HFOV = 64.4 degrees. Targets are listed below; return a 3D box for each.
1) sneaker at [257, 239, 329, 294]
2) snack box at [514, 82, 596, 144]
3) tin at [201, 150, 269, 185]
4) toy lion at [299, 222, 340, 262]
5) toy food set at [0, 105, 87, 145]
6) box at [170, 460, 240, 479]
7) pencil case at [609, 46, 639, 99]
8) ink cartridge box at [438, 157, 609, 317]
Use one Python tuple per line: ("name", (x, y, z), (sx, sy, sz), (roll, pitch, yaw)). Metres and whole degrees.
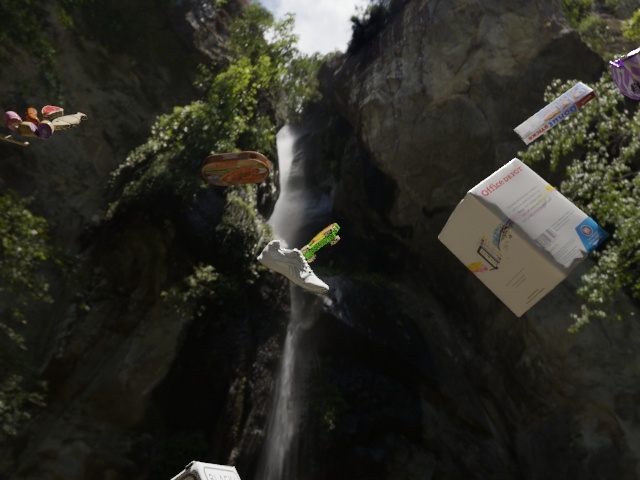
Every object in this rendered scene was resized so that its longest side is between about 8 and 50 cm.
("sneaker", (-0.045, 0.052, 0.977), (0.152, 0.061, 0.054), (31, -6, 6))
("snack box", (0.551, -0.300, 1.200), (0.178, 0.064, 0.022), (-37, -63, 19))
("tin", (-0.232, -0.197, 1.391), (0.189, 0.040, 0.106), (-4, -26, 8))
("toy lion", (0.000, 0.000, 1.099), (0.100, 0.096, 0.034), (-38, -80, 0))
("toy food set", (-0.399, -0.171, 0.717), (0.077, 0.122, 0.019), (16, -56, 4))
("box", (-0.095, 0.363, 0.423), (0.169, 0.290, 0.087), (-37, -31, -1))
("pencil case", (0.601, -0.333, 0.866), (0.206, 0.086, 0.088), (-37, -74, 13))
("ink cartridge box", (0.394, -0.008, 1.016), (0.233, 0.171, 0.168), (48, -31, 19))
